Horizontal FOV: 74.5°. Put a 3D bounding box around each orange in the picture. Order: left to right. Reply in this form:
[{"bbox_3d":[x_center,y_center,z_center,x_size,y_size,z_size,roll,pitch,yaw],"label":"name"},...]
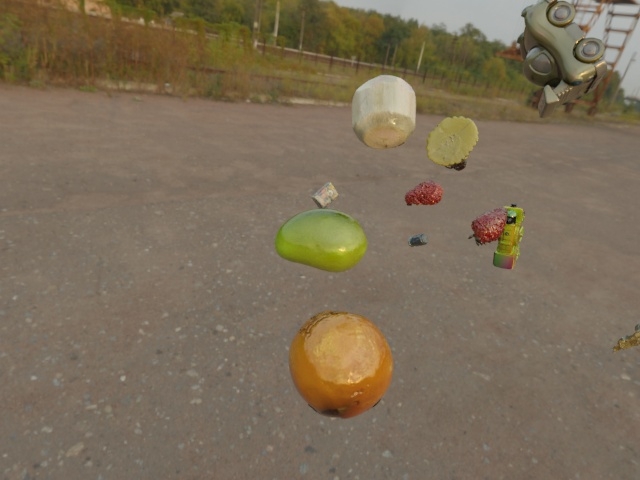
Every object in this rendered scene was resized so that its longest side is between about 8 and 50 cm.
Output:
[{"bbox_3d":[0.046,0.284,0.981,0.246,0.246,0.246,9,24,-4],"label":"orange"}]

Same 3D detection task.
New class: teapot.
[{"bbox_3d":[0.415,-0.003,1.770,0.063,0.049,0.083,-28,7,-34],"label":"teapot"}]

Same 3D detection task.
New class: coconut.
[{"bbox_3d":[0.209,-0.426,1.365,0.224,0.224,0.234,8,68,3],"label":"coconut"}]

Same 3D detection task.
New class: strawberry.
[{"bbox_3d":[0.493,-0.225,2.026,0.188,0.082,0.121,-10,47,18],"label":"strawberry"},{"bbox_3d":[0.727,-0.055,1.791,0.192,0.140,0.085,-13,15,-6],"label":"strawberry"}]

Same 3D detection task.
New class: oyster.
[{"bbox_3d":[0.716,0.208,0.952,0.045,0.146,0.121,38,25,23],"label":"oyster"}]

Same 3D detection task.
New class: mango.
[{"bbox_3d":[0.005,-0.007,1.256,0.273,0.185,0.149,15,-4,3],"label":"mango"}]

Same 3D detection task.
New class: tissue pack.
[{"bbox_3d":[0.016,-0.154,1.461,0.083,0.063,0.035,-42,24,-13],"label":"tissue pack"}]

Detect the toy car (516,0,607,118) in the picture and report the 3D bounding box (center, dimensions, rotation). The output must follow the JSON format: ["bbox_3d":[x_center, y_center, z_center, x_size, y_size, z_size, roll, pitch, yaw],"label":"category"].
[{"bbox_3d":[0.795,-0.634,1.468,0.336,0.226,0.242,61,17,13],"label":"toy car"}]

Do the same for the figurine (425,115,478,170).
[{"bbox_3d":[0.512,-0.362,1.664,0.168,0.187,0.315,25,8,13],"label":"figurine"}]

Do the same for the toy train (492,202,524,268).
[{"bbox_3d":[0.869,-0.018,1.936,0.100,0.296,0.160,11,23,34],"label":"toy train"}]
